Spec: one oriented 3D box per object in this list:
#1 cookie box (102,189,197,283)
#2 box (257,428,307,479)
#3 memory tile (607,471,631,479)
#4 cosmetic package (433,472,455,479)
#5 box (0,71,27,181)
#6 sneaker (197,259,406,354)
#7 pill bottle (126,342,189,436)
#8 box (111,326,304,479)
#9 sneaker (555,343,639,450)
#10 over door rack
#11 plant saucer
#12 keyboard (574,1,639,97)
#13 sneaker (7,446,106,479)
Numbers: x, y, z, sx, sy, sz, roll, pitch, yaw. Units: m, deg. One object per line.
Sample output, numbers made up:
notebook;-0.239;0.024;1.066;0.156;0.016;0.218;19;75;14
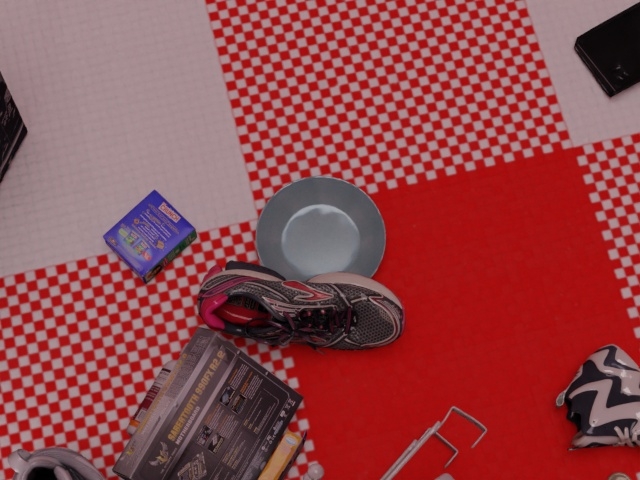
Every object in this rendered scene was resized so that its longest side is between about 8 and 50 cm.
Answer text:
cookie box;-0.253;-0.006;1.902;0.107;0.040;0.092;-43;77;-13
box;-0.062;0.321;1.777;0.028;0.081;0.136;28;73;9
memory tile;0.453;0.404;1.795;0.148;0.012;0.113;30;74;9
cosmetic package;0.195;0.548;1.577;0.453;0.161;0.230;50;121;14
box;-0.656;-0.087;1.693;0.297;0.480;0.472;20;73;4
sneaker;-0.028;0.111;1.810;0.299;0.112;0.121;6;109;0
pill bottle;-0.201;0.226;1.804;0.086;0.086;0.152;28;74;8
box;-0.151;0.265;1.755;0.183;0.056;0.231;39;71;-30
sneaker;0.429;0.276;1.795;0.153;0.094;0.235;-37;76;-11
over door rack;0.048;0.327;1.696;0.324;0.239;0.108;-35;79;-12
plant saucer;0.000;0.000;1.907;0.195;0.037;0.195;0;71;-1
keyboard;0.582;-0.312;2.023;0.317;0.033;0.201;-29;68;-9
sneaker;-0.285;0.411;1.676;0.137;0.210;0.366;-42;77;-13
